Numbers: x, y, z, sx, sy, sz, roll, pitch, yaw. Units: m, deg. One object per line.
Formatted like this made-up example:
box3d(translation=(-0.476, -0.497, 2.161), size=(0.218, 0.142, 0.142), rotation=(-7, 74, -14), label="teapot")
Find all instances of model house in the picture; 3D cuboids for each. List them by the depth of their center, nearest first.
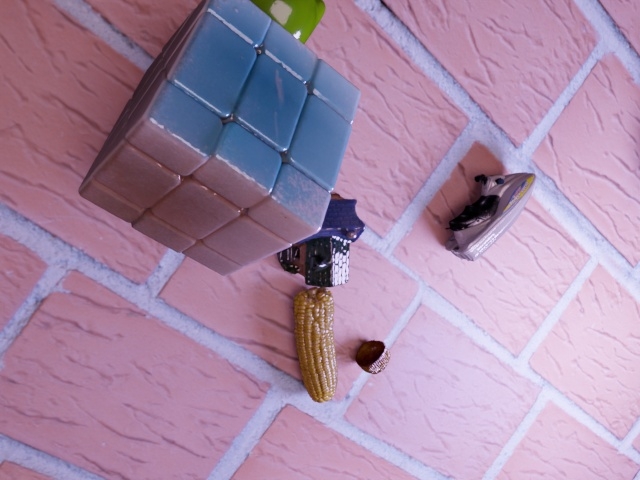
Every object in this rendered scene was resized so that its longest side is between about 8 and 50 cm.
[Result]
box3d(translation=(0.000, 0.000, 1.292), size=(0.166, 0.172, 0.183), rotation=(-5, 105, -22), label="model house")

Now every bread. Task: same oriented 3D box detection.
box3d(translation=(0.125, 0.277, 1.460), size=(0.085, 0.085, 0.053), rotation=(-41, 121, -8), label="bread")

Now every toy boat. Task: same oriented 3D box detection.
box3d(translation=(0.403, -0.076, 1.462), size=(0.141, 0.141, 0.269), rotation=(34, 87, -25), label="toy boat")

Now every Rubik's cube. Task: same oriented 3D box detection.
box3d(translation=(-0.167, -0.170, 1.043), size=(0.316, 0.319, 0.322), rotation=(34, 56, -25), label="Rubik's cube")

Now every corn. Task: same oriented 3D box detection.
box3d(translation=(-0.008, 0.243, 1.396), size=(0.101, 0.101, 0.292), rotation=(-13, 111, -19), label="corn")

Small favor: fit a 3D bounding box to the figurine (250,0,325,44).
box3d(translation=(-0.119, -0.408, 1.168), size=(0.263, 0.143, 0.162), rotation=(-39, 108, 3), label="figurine")
